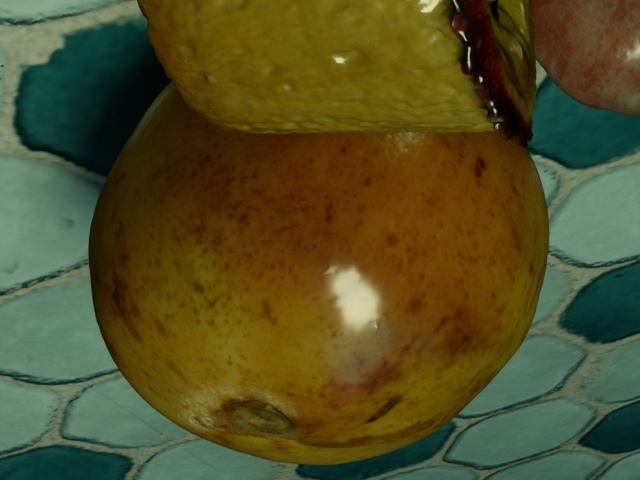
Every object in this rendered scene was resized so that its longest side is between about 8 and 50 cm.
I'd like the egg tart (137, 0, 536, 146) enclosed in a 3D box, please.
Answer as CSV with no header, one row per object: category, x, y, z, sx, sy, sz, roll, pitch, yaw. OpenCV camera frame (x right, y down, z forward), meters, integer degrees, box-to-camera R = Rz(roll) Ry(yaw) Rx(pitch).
egg tart,0.016,-0.135,0.643,0.171,0.215,0.215,-12,153,18

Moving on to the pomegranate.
pomegranate,0.000,0.000,0.815,0.264,0.264,0.264,-12,151,-7

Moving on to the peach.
peach,0.173,-0.146,0.762,0.152,0.152,0.152,-12,151,-7
